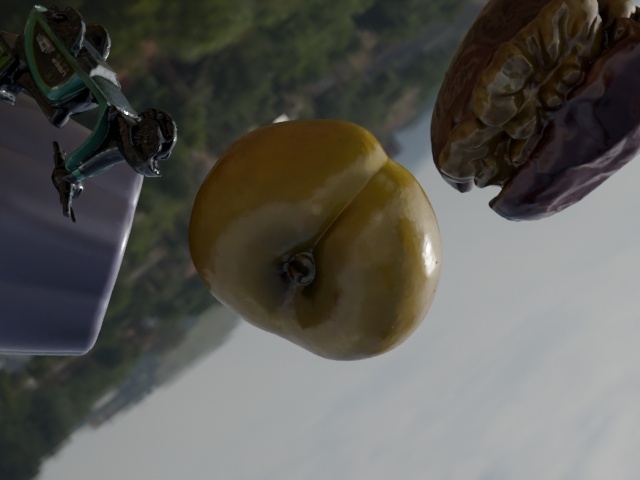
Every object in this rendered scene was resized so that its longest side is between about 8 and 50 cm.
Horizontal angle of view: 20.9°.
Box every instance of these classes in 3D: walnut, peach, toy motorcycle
[{"bbox_3d":[0.221,-0.136,1.724,0.269,0.222,0.244,-57,164,26],"label":"walnut"},{"bbox_3d":[0.000,0.000,1.170,0.179,0.179,0.103,-38,-166,38],"label":"peach"},{"bbox_3d":[-0.174,-0.096,1.232,0.100,0.173,0.058,-43,158,10],"label":"toy motorcycle"}]

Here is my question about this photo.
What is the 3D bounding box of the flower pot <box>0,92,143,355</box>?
[{"bbox_3d":[-0.289,-0.017,1.490,0.265,0.243,0.265,-164,-90,-79],"label":"flower pot"}]
